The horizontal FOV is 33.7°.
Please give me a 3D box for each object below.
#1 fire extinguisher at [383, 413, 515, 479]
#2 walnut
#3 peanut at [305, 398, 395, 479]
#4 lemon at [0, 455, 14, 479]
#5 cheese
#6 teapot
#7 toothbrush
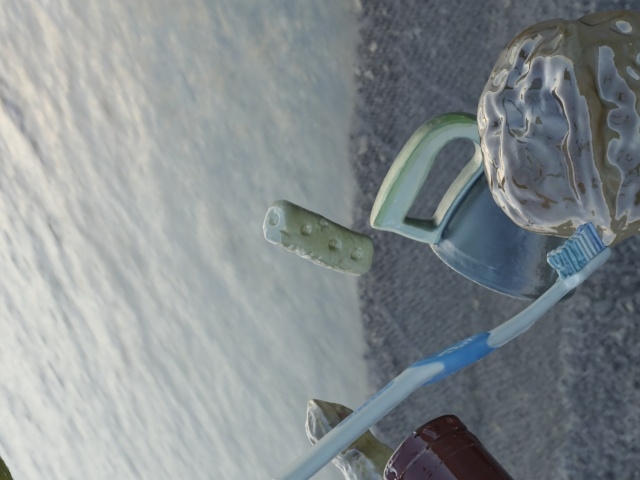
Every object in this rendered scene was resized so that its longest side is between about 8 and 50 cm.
[{"bbox_3d":[0.177,0.277,0.942,0.269,0.105,0.104,47,151,33],"label":"fire extinguisher"},{"bbox_3d":[0.308,-0.123,1.195,0.273,0.273,0.227,59,173,-1],"label":"walnut"},{"bbox_3d":[0.059,0.311,1.513,0.228,0.085,0.104,47,175,-5],"label":"peanut"},{"bbox_3d":[-0.458,0.324,1.107,0.268,0.321,0.268,12,155,5],"label":"lemon"},{"bbox_3d":[0.000,0.000,1.427,0.043,0.065,0.194,14,174,46],"label":"cheese"},{"bbox_3d":[0.269,-0.072,1.588,0.322,0.239,0.239,23,112,10],"label":"teapot"},{"bbox_3d":[0.096,0.097,0.808,0.040,0.386,0.040,39,149,29],"label":"toothbrush"}]
